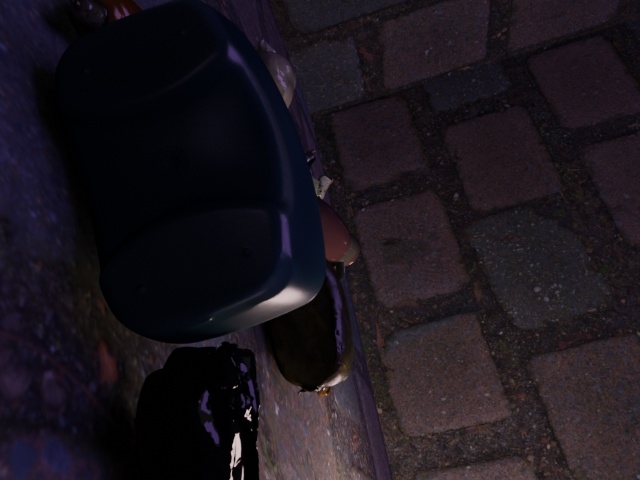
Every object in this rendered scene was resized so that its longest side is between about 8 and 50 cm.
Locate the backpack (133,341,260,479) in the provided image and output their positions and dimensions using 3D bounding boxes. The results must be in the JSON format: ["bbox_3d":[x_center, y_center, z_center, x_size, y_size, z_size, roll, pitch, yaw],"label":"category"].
[{"bbox_3d":[-0.104,0.179,0.437,0.120,0.106,0.165,-137,-130,-77],"label":"backpack"}]

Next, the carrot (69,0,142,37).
[{"bbox_3d":[-0.220,-0.247,0.633,0.336,0.069,0.069,-87,161,-79],"label":"carrot"}]

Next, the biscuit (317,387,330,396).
[{"bbox_3d":[-0.001,0.305,1.328,0.221,0.029,0.142,-99,171,-46],"label":"biscuit"}]

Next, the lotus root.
[{"bbox_3d":[-0.022,0.143,0.968,0.152,0.160,0.275,22,53,-69],"label":"lotus root"}]

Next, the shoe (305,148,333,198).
[{"bbox_3d":[-0.029,-0.139,1.563,0.124,0.159,0.316,13,59,-84],"label":"shoe"}]

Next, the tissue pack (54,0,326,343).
[{"bbox_3d":[-0.109,-0.055,0.499,0.206,0.198,0.287,26,44,-79],"label":"tissue pack"}]

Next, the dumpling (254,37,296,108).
[{"bbox_3d":[-0.137,-0.466,1.505,0.162,0.132,0.250,-17,92,-80],"label":"dumpling"}]

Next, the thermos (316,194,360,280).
[{"bbox_3d":[0.000,0.000,1.224,0.265,0.146,0.176,33,52,-53],"label":"thermos"}]
